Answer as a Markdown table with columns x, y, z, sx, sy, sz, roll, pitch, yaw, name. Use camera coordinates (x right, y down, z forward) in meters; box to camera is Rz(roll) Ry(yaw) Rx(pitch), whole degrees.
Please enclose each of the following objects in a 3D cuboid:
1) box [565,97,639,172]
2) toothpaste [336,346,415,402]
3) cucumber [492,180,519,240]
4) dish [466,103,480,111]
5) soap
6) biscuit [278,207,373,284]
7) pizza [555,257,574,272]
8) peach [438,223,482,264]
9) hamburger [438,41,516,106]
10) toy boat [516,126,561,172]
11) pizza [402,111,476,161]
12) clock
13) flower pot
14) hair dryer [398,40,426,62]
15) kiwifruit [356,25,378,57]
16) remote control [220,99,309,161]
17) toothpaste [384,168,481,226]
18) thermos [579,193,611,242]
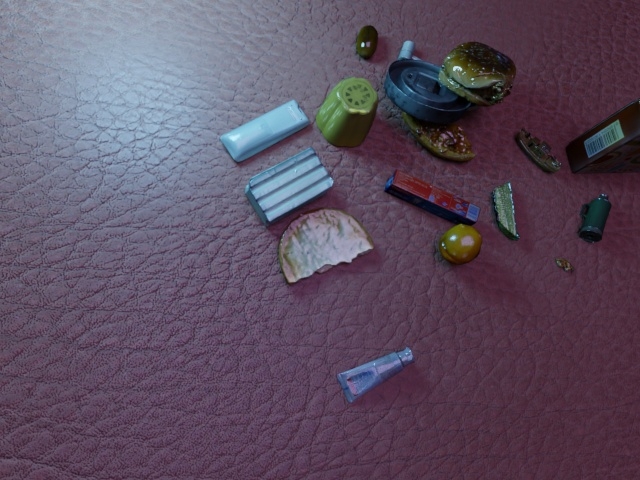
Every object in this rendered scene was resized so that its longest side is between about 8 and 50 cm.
| x | y | z | sx | sy | sz | roll | pitch | yaw | name |
| --- | --- | --- | --- | --- | --- | --- | --- | --- | --- |
| 1.175 | -0.368 | 1.736 | 0.385 | 0.344 | 0.122 | -3 | 75 | -15 | box |
| 0.170 | 0.393 | 1.440 | 0.234 | 0.057 | 0.089 | -23 | 80 | -12 | toothpaste |
| 0.643 | -0.100 | 1.693 | 0.070 | 0.046 | 0.220 | -1 | 74 | -12 | cucumber |
| 0.550 | -0.510 | 1.770 | 0.141 | 0.078 | 0.141 | -11 | 54 | 16 | dish |
| -0.096 | -0.170 | 1.506 | 0.261 | 0.094 | 0.150 | -31 | 89 | -20 | soap |
| 0.000 | 0.000 | 1.506 | 0.309 | 0.040 | 0.204 | -21 | 82 | -19 | biscuit |
| 0.872 | 0.088 | 1.712 | 0.083 | 0.016 | 0.037 | 35 | 76 | -5 | pizza |
| 0.453 | 0.015 | 1.563 | 0.138 | 0.138 | 0.138 | 4 | 75 | -13 | peach |
| 0.533 | -0.564 | 1.629 | 0.243 | 0.146 | 0.286 | -1 | 51 | -11 | hamburger |
| 0.808 | -0.336 | 1.782 | 0.206 | 0.072 | 0.064 | 46 | 68 | 0 | toy boat |
| 0.422 | -0.382 | 1.691 | 0.305 | 0.085 | 0.161 | 30 | 69 | -6 | pizza |
| 0.370 | -0.518 | 1.664 | 0.313 | 0.061 | 0.312 | 9 | 48 | -10 | clock |
| 0.096 | -0.430 | 1.573 | 0.195 | 0.179 | 0.195 | 3 | 73 | -11 | flower pot |
| 0.357 | -0.669 | 1.776 | 0.137 | 0.047 | 0.082 | 25 | 70 | -12 | hair dryer |
| 0.168 | -0.714 | 1.725 | 0.075 | 0.075 | 0.124 | 15 | 76 | -10 | kiwifruit |
| -0.175 | -0.361 | 1.555 | 0.293 | 0.051 | 0.103 | -32 | 84 | -20 | remote control |
| 0.376 | -0.138 | 1.619 | 0.320 | 0.076 | 0.066 | 25 | 71 | -7 | toothpaste |
| 1.016 | -0.088 | 1.772 | 0.073 | 0.083 | 0.187 | 41 | 67 | -24 | thermos |
